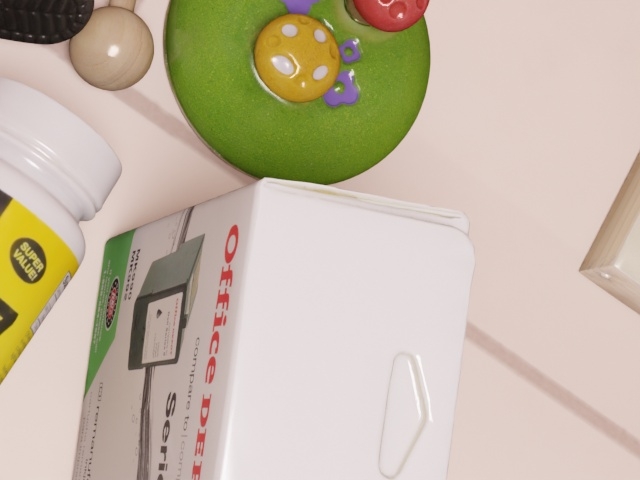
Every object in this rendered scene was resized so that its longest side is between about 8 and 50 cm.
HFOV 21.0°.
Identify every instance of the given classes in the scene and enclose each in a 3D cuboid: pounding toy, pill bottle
[{"bbox_3d":[-0.021,-0.140,1.086,0.237,0.110,0.182,23,76,-18],"label":"pounding toy"},{"bbox_3d":[-0.210,0.017,0.989,0.119,0.119,0.208,36,72,-14],"label":"pill bottle"}]

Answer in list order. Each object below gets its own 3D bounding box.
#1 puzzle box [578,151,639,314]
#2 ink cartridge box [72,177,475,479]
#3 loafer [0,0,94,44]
[{"bbox_3d":[0.411,0.018,1.269,0.409,0.052,0.272,34,72,-15],"label":"puzzle box"},{"bbox_3d":[-0.040,0.090,0.954,0.122,0.289,0.211,10,80,-20],"label":"ink cartridge box"},{"bbox_3d":[-0.244,-0.176,1.031,0.220,0.080,0.078,14,46,-18],"label":"loafer"}]
